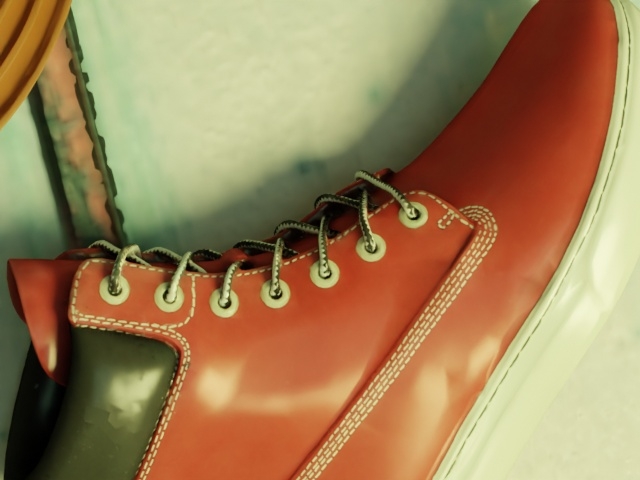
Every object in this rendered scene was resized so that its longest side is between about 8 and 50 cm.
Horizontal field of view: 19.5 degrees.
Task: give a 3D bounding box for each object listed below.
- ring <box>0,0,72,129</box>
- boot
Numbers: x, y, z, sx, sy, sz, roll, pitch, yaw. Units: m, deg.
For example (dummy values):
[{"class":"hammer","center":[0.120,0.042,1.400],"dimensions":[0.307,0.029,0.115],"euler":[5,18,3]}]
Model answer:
[{"class":"ring","center":[-0.170,-0.160,0.446],"dimensions":[0.337,0.032,0.336],"euler":[24,58,-47]},{"class":"boot","center":[0.000,0.000,0.616],"dimensions":[0.176,0.088,0.244],"euler":[27,90,-22]}]
